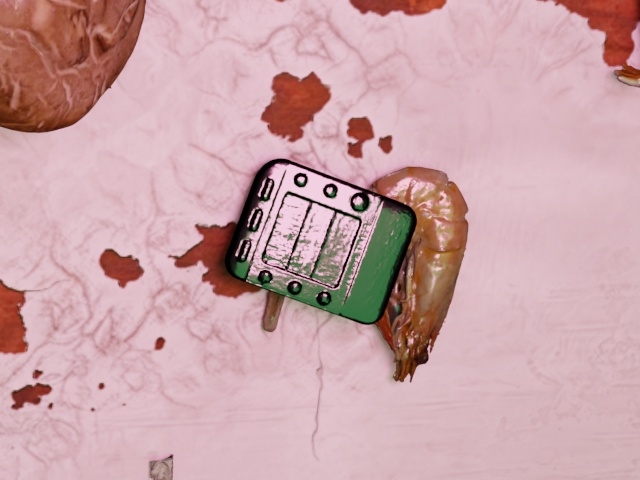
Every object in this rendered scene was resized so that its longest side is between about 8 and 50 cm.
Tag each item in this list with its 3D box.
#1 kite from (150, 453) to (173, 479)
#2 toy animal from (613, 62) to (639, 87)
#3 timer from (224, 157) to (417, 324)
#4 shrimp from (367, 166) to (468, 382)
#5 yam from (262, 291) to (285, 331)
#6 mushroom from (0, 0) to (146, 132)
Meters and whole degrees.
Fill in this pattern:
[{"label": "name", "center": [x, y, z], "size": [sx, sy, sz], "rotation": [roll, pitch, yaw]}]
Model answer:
[{"label": "kite", "center": [-0.199, 0.425, 1.683], "size": [0.406, 0.014, 0.368], "rotation": [-3, 110, -21]}, {"label": "toy animal", "center": [0.395, -0.246, 1.611], "size": [0.197, 0.272, 0.160], "rotation": [28, 119, 9]}, {"label": "timer", "center": [0.000, 0.000, 1.558], "size": [0.187, 0.055, 0.144], "rotation": [21, 90, -11]}, {"label": "shrimp", "center": [0.097, 0.044, 1.634], "size": [0.145, 0.061, 0.267], "rotation": [-2, 113, -11]}, {"label": "yam", "center": [-0.047, 0.050, 1.600], "size": [0.021, 0.021, 0.116], "rotation": [8, 105, -24]}, {"label": "mushroom", "center": [-0.280, -0.178, 1.322], "size": [0.286, 0.156, 0.151], "rotation": [-7, 107, -50]}]
